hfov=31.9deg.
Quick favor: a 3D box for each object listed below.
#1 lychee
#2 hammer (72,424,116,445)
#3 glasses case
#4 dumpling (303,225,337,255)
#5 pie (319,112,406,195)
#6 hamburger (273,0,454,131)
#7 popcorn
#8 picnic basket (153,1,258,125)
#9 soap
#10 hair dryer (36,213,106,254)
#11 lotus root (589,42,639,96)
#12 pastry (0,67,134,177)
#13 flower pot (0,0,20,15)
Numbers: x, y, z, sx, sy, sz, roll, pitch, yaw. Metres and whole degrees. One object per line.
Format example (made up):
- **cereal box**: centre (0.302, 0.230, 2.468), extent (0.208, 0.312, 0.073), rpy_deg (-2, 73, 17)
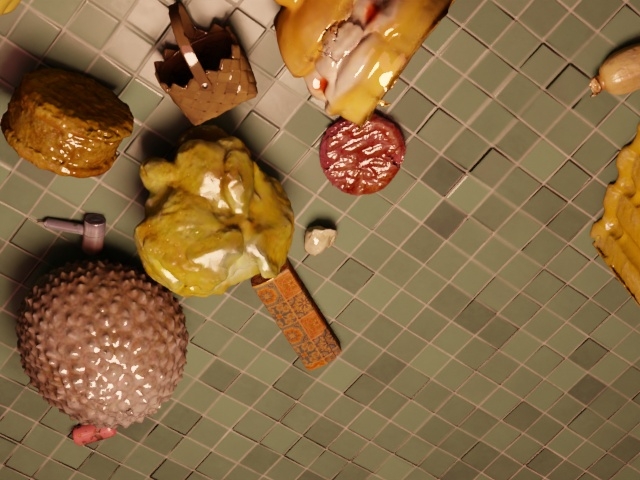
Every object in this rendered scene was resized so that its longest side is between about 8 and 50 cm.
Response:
- **lychee**: centre (-0.368, 0.173, 1.864), extent (0.300, 0.300, 0.300), rpy_deg (-3, 122, -6)
- **hammer**: centre (-0.424, 0.359, 2.102), extent (0.083, 0.043, 0.043), rpy_deg (-18, 122, 3)
- **glasses case**: centre (-0.042, 0.135, 2.010), extent (0.075, 0.049, 0.218), rpy_deg (-26, 121, 9)
- **dumpling**: centre (0.000, 0.002, 1.932), extent (0.057, 0.052, 0.076), rpy_deg (5, 122, -5)
- **pie**: centre (0.071, -0.144, 1.863), extent (0.154, 0.036, 0.154), rpy_deg (-4, 123, -5)
- **hamburger**: centre (0.047, -0.324, 1.624), extent (0.237, 0.276, 0.276), rpy_deg (36, 112, -3)
- **popcorn**: centre (-0.182, -0.038, 1.784), extent (0.225, 0.276, 0.276), rpy_deg (-6, 130, 38)
- **picnic basket**: centre (-0.188, -0.277, 1.690), extent (0.137, 0.128, 0.178), rpy_deg (-26, 138, 5)
- **soap**: centre (0.598, -0.029, 1.838), extent (0.156, 0.335, 0.293), rpy_deg (9, 116, -14)
- **hair dryer**: centre (-0.420, -0.017, 1.878), extent (0.114, 0.037, 0.063), rpy_deg (11, 121, -5)
- **lotus root**: centre (0.505, -0.280, 1.821), extent (0.150, 0.062, 0.073), rpy_deg (-26, 121, 7)
- **pastry**: centre (-0.382, -0.178, 1.697), extent (0.188, 0.189, 0.103), rpy_deg (20, 119, -18)
- **flower pot**: centre (-0.470, -0.412, 1.546), extent (0.195, 0.195, 0.179), rpy_deg (17, 129, -17)
